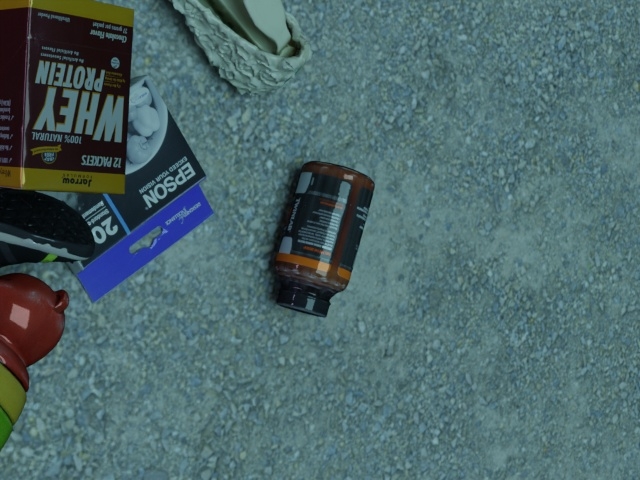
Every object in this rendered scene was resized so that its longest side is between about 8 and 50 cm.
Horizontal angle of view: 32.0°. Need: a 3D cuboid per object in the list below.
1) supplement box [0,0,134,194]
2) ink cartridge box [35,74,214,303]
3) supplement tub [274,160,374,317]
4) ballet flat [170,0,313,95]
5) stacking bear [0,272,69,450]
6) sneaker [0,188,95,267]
[{"bbox_3d":[-0.308,-0.150,1.167,0.129,0.191,0.194,1,94,-50],"label":"supplement box"},{"bbox_3d":[-0.245,-0.061,1.369,0.206,0.045,0.208,-40,114,-25],"label":"ink cartridge box"},{"bbox_3d":[0.000,0.000,1.496,0.106,0.106,0.198,21,81,-32],"label":"supplement tub"},{"bbox_3d":[-0.145,-0.354,1.366,0.409,0.147,0.147,49,68,-25],"label":"ballet flat"},{"bbox_3d":[-0.394,0.154,1.222,0.164,0.175,0.289,51,59,-28],"label":"stacking bear"},{"bbox_3d":[-0.376,-0.003,1.259,0.234,0.084,0.097,12,127,-21],"label":"sneaker"}]
